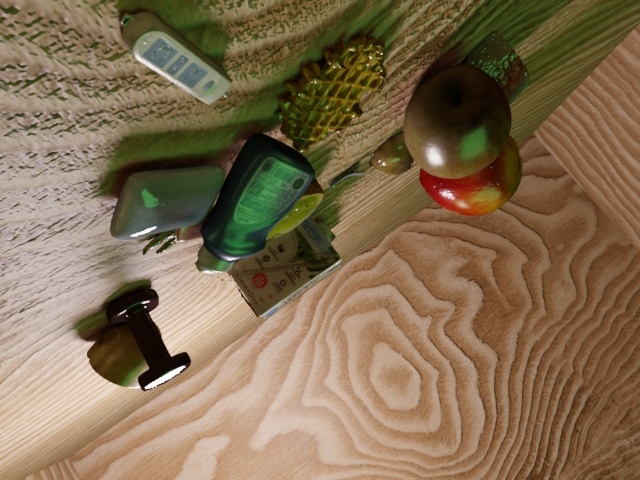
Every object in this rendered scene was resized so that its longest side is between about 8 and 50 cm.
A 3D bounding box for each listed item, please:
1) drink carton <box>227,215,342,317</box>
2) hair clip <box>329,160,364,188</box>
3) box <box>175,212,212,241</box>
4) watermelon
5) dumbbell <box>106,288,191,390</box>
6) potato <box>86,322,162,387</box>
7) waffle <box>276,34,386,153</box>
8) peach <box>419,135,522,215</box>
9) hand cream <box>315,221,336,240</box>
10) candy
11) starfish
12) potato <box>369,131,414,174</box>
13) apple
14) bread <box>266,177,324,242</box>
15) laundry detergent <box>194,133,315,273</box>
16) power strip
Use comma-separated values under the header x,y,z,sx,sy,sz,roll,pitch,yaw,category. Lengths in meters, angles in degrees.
x,y,z,sx,sy,sz,roll,pitch,yaw,category
-0.114,0.088,1.366,0.324,0.194,0.132,-35,170,-6,drink carton
0.077,-0.184,1.230,0.115,0.039,0.030,-33,163,1,hair clip
-0.229,-0.030,0.828,0.115,0.025,0.048,-17,147,-42,box
0.452,-0.445,1.122,0.193,0.140,0.256,-46,159,11,watermelon
-0.422,0.242,1.027,0.124,0.225,0.140,-25,167,-32,dumbbell
-0.511,0.285,1.144,0.158,0.178,0.203,-55,-176,-11,potato
0.025,-0.261,0.755,0.228,0.051,0.231,-32,167,-3,waffle
0.549,-0.264,1.560,0.370,0.370,0.370,-34,168,-8,peach
0.000,0.000,1.602,0.147,0.093,0.306,-33,170,-3,hand cream
-0.249,-0.064,0.693,0.174,0.071,0.138,-20,155,-51,candy
-0.264,-0.035,0.860,0.223,0.050,0.217,-41,160,0,starfish
0.238,-0.255,1.302,0.164,0.081,0.200,-39,166,20,potato
0.328,-0.285,1.015,0.257,0.257,0.234,-37,166,8,apple
-0.098,-0.076,1.077,0.236,0.070,0.236,-35,169,-7,bread
-0.140,-0.054,0.799,0.143,0.094,0.290,18,115,-47,laundry detergent
-0.159,-0.206,0.494,0.047,0.030,0.191,-38,168,13,power strip
